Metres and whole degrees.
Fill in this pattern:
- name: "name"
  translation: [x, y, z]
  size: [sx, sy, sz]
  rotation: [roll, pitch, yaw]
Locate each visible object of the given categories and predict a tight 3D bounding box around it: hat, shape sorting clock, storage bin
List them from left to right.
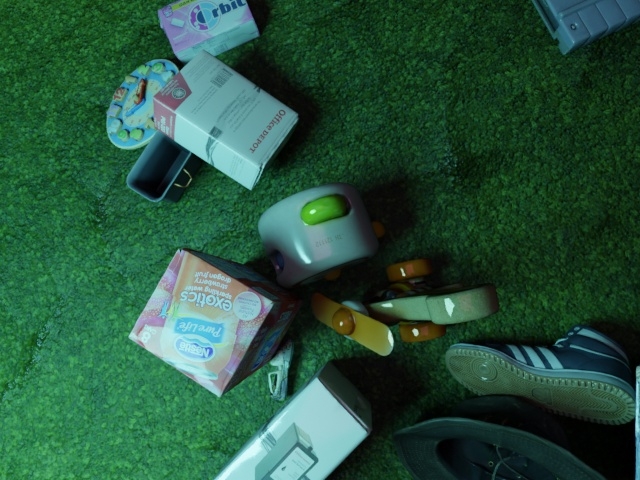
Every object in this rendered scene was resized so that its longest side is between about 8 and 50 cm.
- name: "shape sorting clock"
  translation: [-0.365, -0.282, 0.854]
  size: [0.206, 0.040, 0.206]
  rotation: [-11, 67, 27]
- name: "storage bin"
  translation: [-0.294, -0.136, 0.830]
  size: [0.098, 0.091, 0.135]
  rotation: [31, 87, 8]
- name: "hat"
  translation: [0.289, 0.330, 0.672]
  size: [0.331, 0.331, 0.134]
  rotation: [26, 49, 8]

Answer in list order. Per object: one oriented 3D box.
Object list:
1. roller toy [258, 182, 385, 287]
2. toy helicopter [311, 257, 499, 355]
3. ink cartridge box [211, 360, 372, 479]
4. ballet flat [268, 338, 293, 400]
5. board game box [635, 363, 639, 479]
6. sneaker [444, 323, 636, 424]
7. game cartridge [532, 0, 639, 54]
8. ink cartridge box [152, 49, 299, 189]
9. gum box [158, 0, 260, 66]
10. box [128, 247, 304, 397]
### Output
- name: "roller toy"
  translation: [0.000, 0.000, 0.737]
  size: [0.191, 0.209, 0.146]
  rotation: [-25, 80, 27]
- name: "toy helicopter"
  translation: [0.124, 0.098, 0.628]
  size: [0.234, 0.355, 0.140]
  rotation: [-9, 82, -13]
- name: "ink cartridge box"
  translation: [-0.050, 0.343, 0.692]
  size: [0.273, 0.198, 0.115]
  rotation: [-45, 80, -2]
- name: "ballet flat"
  translation: [-0.076, 0.242, 0.784]
  size: [0.041, 0.041, 0.114]
  rotation: [7, 84, 6]
- name: "board game box"
  translation: [0.539, 0.295, 0.587]
  size: [0.141, 0.291, 0.232]
  rotation: [0, 81, 40]
- name: "sneaker"
  translation: [0.374, 0.209, 0.726]
  size: [0.282, 0.153, 0.099]
  rotation: [5, 116, 37]
- name: "game cartridge"
  translation: [0.514, -0.575, 0.831]
  size: [0.230, 0.068, 0.355]
  rotation: [-25, 81, 6]
- name: "ink cartridge box"
  translation: [-0.171, -0.223, 0.780]
  size: [0.217, 0.092, 0.159]
  rotation: [32, 60, -5]
- name: "gum box"
  translation: [-0.237, -0.454, 0.879]
  size: [0.188, 0.062, 0.107]
  rotation: [-23, 81, 2]
- name: "box"
  translation: [-0.141, 0.120, 0.677]
  size: [0.154, 0.300, 0.142]
  rotation: [30, 86, 8]
